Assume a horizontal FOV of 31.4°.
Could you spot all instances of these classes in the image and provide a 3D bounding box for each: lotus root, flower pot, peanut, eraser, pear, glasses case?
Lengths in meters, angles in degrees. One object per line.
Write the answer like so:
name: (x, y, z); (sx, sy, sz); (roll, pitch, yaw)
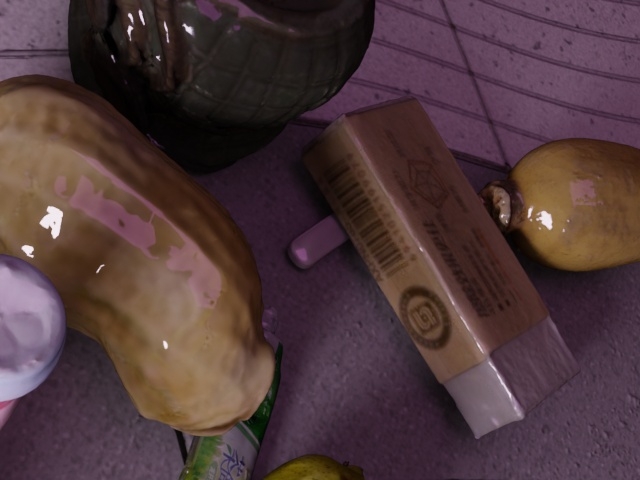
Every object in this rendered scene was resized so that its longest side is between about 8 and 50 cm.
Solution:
lotus root: (0.308, -0.039, 1.285); (0.303, 0.131, 0.146); (-1, 65, -32)
flower pot: (-0.109, -0.228, 1.073); (0.301, 0.213, 0.302); (15, 58, -25)
peanut: (-0.161, 0.003, 0.946); (0.340, 0.158, 0.174); (39, 47, -1)
eraser: (0.125, 0.020, 1.163); (0.144, 0.078, 0.343); (-22, 79, -49)
pear: (-0.016, 0.244, 0.942); (0.104, 0.141, 0.141); (9, 57, 2)
glasses case: (0.000, 0.000, 1.142); (0.032, 0.021, 0.083); (50, 50, 3)

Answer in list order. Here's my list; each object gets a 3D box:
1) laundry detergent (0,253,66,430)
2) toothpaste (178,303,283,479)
laundry detergent: (-0.245, 0.106, 0.729); (0.087, 0.335, 0.159); (34, 52, -12)
toothpaste: (-0.078, 0.164, 0.993); (0.078, 0.047, 0.248); (27, 56, -16)
